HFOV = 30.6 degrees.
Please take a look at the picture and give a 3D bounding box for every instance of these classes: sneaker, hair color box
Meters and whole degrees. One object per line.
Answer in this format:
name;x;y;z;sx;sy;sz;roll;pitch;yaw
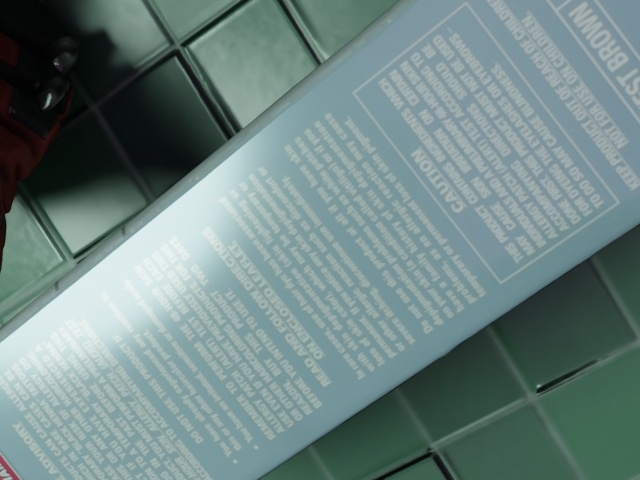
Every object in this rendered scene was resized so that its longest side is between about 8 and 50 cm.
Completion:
sneaker;-0.204;-0.008;0.545;0.097;0.276;0.135;39;129;-25
hair color box;0.000;0.000;0.510;0.374;0.185;0.113;-36;94;21
